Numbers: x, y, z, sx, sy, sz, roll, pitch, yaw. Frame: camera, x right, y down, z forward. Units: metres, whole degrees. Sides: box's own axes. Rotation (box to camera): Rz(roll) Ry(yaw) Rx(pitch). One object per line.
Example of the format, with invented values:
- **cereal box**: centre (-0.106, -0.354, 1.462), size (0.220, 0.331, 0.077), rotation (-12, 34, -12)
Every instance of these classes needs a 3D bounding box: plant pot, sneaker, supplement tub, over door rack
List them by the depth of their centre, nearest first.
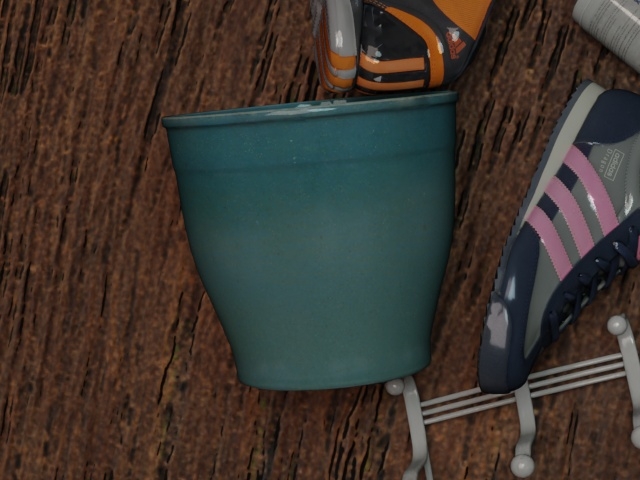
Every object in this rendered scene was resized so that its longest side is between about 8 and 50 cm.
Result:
- **sneaker**: centre (0.240, 0.004, 1.568), size (0.131, 0.112, 0.319), rotation (19, 71, 16)
- **over door rack**: centre (0.202, 0.247, 1.584), size (0.240, 0.108, 0.324), rotation (-16, 78, 17)
- **plant pot**: centre (0.000, 0.000, 1.616), size (0.272, 0.272, 0.255), rotation (-3, 96, 18)
- **supplement tub**: centre (0.295, -0.200, 1.633), size (0.107, 0.071, 0.071), rotation (42, 97, 18)
- **sneaker**: centre (0.079, -0.269, 1.701), size (0.180, 0.124, 0.321), rotation (0, 61, -9)
